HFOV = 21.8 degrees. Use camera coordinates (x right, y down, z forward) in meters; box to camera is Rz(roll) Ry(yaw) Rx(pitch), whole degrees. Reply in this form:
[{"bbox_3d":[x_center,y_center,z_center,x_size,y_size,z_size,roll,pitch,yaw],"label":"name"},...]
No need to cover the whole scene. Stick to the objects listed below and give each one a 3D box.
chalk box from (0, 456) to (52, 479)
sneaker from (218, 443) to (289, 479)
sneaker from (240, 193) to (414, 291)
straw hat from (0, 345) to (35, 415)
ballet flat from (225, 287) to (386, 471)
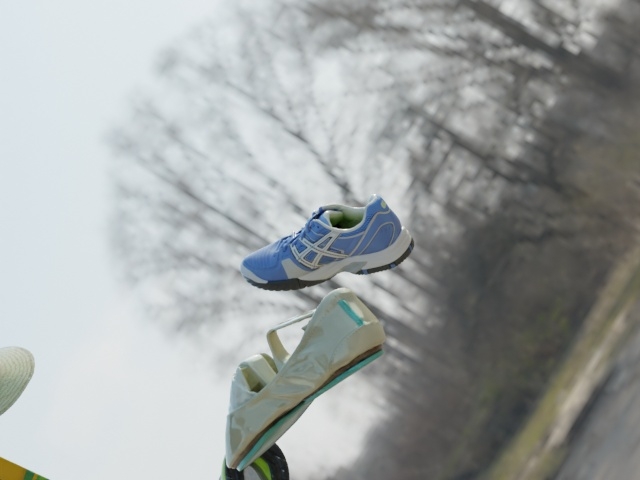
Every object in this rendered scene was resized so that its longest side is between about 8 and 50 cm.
[{"bbox_3d":[-0.297,0.249,1.277,0.180,0.289,0.179,-29,36,65],"label":"chalk box"},{"bbox_3d":[-0.092,0.418,2.220,0.121,0.111,0.300,118,157,-55],"label":"sneaker"},{"bbox_3d":[0.000,0.000,1.915,0.211,0.081,0.080,-15,29,21],"label":"sneaker"},{"bbox_3d":[-0.371,0.139,1.728,0.144,0.061,0.144,-25,32,17],"label":"straw hat"},{"bbox_3d":[-0.030,0.120,1.476,0.248,0.086,0.086,-44,4,43],"label":"ballet flat"}]
